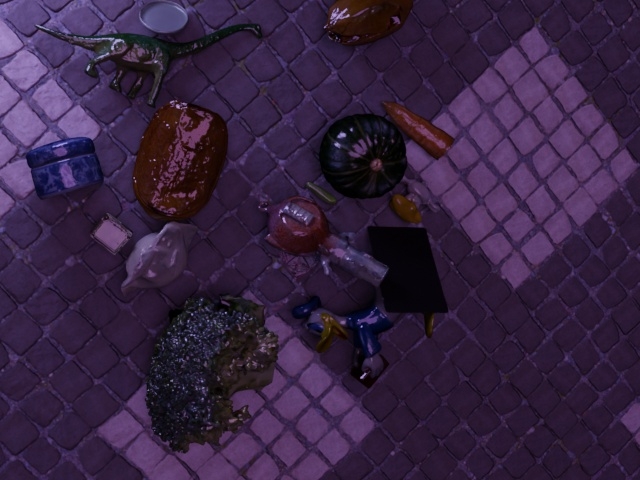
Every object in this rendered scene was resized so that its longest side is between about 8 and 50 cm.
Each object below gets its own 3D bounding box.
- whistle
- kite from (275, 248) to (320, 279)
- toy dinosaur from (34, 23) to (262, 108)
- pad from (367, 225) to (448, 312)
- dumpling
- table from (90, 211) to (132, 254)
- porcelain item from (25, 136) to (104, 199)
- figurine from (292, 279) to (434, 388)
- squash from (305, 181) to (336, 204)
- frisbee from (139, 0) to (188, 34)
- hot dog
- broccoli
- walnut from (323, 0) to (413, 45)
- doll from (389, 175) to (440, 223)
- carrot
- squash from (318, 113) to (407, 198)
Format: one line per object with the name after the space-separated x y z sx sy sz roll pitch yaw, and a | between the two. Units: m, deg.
0.000 0.000 1.862 0.346 0.142 0.133 30 129 7 | whistle
-0.049 0.021 1.946 0.137 0.005 0.152 9 93 -16 | kite
-0.377 -0.462 1.771 0.447 0.087 0.300 28 89 -22 | toy dinosaur
0.209 0.069 1.924 0.160 0.265 0.009 2 140 -14 | pad
-0.374 0.039 1.794 0.124 0.151 0.229 40 86 12 | dumpling
-0.474 -0.016 1.792 0.079 0.083 0.062 40 86 -14 | table
-0.558 -0.161 1.724 0.147 0.147 0.114 -18 100 -12 | porcelain item
0.094 0.214 1.948 0.338 0.204 0.283 9 101 -3 | figurine
0.001 -0.116 1.933 0.089 0.027 0.027 36 86 -10 | squash
-0.352 -0.501 1.778 0.110 0.014 0.110 6 54 -8 | frisbee
-0.319 -0.176 1.798 0.196 0.122 0.272 16 96 -14 | hot dog
-0.247 0.295 1.797 0.317 0.277 0.338 -25 111 -30 | broccoli
0.112 -0.537 1.870 0.245 0.137 0.137 -19 100 -15 | walnut
0.230 -0.110 1.976 0.113 0.071 0.135 -28 97 -18 | doll
0.233 -0.287 1.960 0.205 0.072 0.072 37 86 -9 | carrot
0.102 -0.198 1.875 0.218 0.172 0.218 -3 98 -21 | squash
